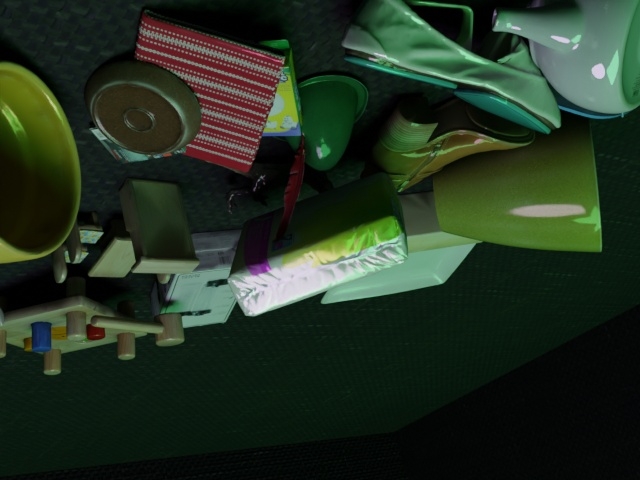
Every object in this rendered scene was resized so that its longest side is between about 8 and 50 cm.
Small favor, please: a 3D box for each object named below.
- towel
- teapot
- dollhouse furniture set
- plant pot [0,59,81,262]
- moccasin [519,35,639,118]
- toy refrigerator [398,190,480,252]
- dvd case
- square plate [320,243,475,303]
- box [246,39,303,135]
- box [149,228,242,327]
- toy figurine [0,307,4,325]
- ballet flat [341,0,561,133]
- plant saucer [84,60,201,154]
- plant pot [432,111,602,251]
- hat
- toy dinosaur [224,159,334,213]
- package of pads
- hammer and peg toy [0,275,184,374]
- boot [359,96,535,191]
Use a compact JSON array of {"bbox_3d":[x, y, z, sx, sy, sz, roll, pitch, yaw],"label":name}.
[{"bbox_3d":[-0.170,-0.203,1.178,0.199,0.031,0.275,15,148,-9],"label":"towel"},{"bbox_3d":[0.381,-0.308,1.167,0.252,0.187,0.256,-58,144,-14],"label":"teapot"},{"bbox_3d":[-0.331,0.024,1.468,0.212,0.161,0.242,3,149,-37],"label":"dollhouse furniture set"},{"bbox_3d":[-0.480,-0.089,1.068,0.239,0.254,0.254,-6,159,16],"label":"plant pot"},{"bbox_3d":[0.443,-0.274,1.358,0.342,0.137,0.117,-4,160,-28],"label":"moccasin"},{"bbox_3d":[0.228,-0.039,1.768,0.270,0.102,0.094,-8,154,-20],"label":"toy refrigerator"},{"bbox_3d":[-0.274,-0.153,1.242,0.119,0.013,0.087,-8,143,22],"label":"dvd case"},{"bbox_3d":[0.193,0.041,1.979,0.347,0.049,0.344,-9,154,-18],"label":"square plate"},{"bbox_3d":[-0.085,-0.221,1.204,0.105,0.043,0.179,0,148,7],"label":"box"},{"bbox_3d":[-0.257,0.088,1.743,0.169,0.087,0.290,-6,153,-22],"label":"box"},{"bbox_3d":[-0.609,0.057,1.307,0.148,0.213,0.209,-10,159,6],"label":"toy figurine"},{"bbox_3d":[0.218,-0.264,1.198,0.400,0.139,0.139,14,143,-29],"label":"ballet flat"},{"bbox_3d":[-0.253,-0.177,1.167,0.168,0.029,0.168,4,140,4],"label":"plant saucer"},{"bbox_3d":[0.372,-0.101,1.590,0.294,0.274,0.275,-6,159,16],"label":"plant pot"},{"bbox_3d":[0.010,-0.132,1.328,0.173,0.183,0.208,-5,154,-21],"label":"hat"},{"bbox_3d":[-0.109,-0.103,1.471,0.268,0.064,0.118,5,141,-35],"label":"toy dinosaur"},{"bbox_3d":[0.000,0.000,1.419,0.297,0.229,0.101,-19,112,10],"label":"package of pads"},{"bbox_3d":[-0.474,0.162,1.660,0.361,0.127,0.266,-13,157,16],"label":"hammer and peg toy"},{"bbox_3d":[0.222,-0.159,1.497,0.283,0.109,0.220,-5,152,-21],"label":"boot"}]
